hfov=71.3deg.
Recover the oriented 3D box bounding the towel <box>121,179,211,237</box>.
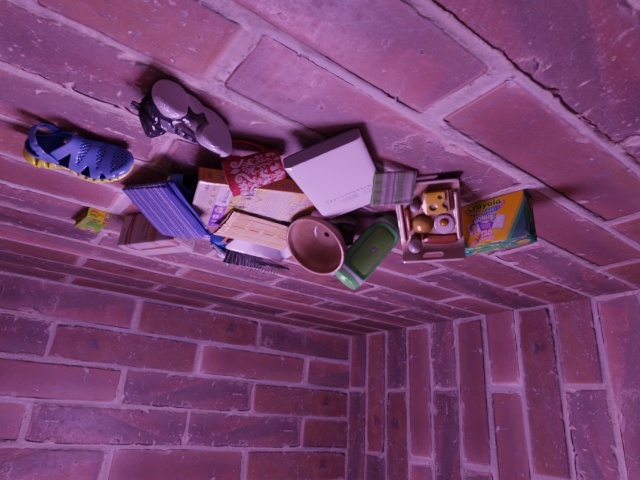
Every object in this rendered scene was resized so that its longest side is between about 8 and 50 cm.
[{"bbox_3d":[-0.539,-0.107,1.565,0.335,0.040,0.243,4,136,43],"label":"towel"}]

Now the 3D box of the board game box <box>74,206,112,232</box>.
[{"bbox_3d":[-0.972,-0.084,1.904,0.092,0.043,0.181,21,153,-38],"label":"board game box"}]

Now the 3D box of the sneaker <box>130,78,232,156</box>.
[{"bbox_3d":[-0.366,-0.305,1.185,0.152,0.102,0.268,-10,149,32],"label":"sneaker"}]

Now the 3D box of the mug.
[{"bbox_3d":[-0.199,-0.219,1.318,0.169,0.113,0.150,-17,135,-5],"label":"mug"}]

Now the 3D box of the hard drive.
[{"bbox_3d":[0.060,-0.192,1.389,0.232,0.047,0.353,-21,153,12],"label":"hard drive"}]

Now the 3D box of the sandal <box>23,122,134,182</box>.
[{"bbox_3d":[-0.721,-0.262,1.321,0.316,0.126,0.138,7,154,-13],"label":"sandal"}]

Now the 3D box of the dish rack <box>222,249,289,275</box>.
[{"bbox_3d":[-0.277,0.105,1.966,0.208,0.074,0.271,12,-176,-45],"label":"dish rack"}]

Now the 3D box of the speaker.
[{"bbox_3d":[0.183,0.041,1.695,0.131,0.296,0.131,40,166,12],"label":"speaker"}]

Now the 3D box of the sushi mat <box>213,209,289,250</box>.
[{"bbox_3d":[-0.223,-0.032,1.646,0.316,0.019,0.151,15,138,-40],"label":"sushi mat"}]

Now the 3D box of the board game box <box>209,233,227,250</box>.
[{"bbox_3d":[-0.380,0.015,2.056,0.210,0.047,0.160,0,158,11],"label":"board game box"}]

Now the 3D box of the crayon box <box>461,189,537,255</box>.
[{"bbox_3d":[0.599,-0.054,1.566,0.278,0.166,0.081,-17,151,41],"label":"crayon box"}]

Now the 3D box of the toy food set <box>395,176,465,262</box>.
[{"bbox_3d":[0.367,-0.064,1.510,0.219,0.092,0.307,-4,120,18],"label":"toy food set"}]

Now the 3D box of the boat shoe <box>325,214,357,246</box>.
[{"bbox_3d":[0.026,0.005,1.854,0.132,0.131,0.355,13,156,-23],"label":"boat shoe"}]

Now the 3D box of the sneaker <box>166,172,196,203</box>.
[{"bbox_3d":[-0.439,-0.171,1.566,0.082,0.069,0.209,-7,156,26],"label":"sneaker"}]

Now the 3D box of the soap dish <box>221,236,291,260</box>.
[{"bbox_3d":[-0.235,-0.017,1.856,0.290,0.118,0.228,16,155,-27],"label":"soap dish"}]

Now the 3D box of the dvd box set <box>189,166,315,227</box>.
[{"bbox_3d":[-0.235,-0.127,1.558,0.419,0.062,0.308,4,155,-21],"label":"dvd box set"}]

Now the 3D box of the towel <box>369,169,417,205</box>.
[{"bbox_3d":[0.229,-0.166,1.408,0.151,0.113,0.023,-5,-156,-21],"label":"towel"}]

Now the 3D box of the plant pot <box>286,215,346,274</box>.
[{"bbox_3d":[0.000,0.000,1.635,0.237,0.110,0.238,17,129,22],"label":"plant pot"}]

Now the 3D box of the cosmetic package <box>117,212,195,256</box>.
[{"bbox_3d":[-0.670,-0.032,1.847,0.295,0.153,0.129,-7,154,22],"label":"cosmetic package"}]

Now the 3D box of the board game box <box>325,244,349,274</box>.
[{"bbox_3d":[0.061,0.074,1.801,0.160,0.039,0.211,-13,148,28],"label":"board game box"}]

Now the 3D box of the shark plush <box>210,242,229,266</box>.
[{"bbox_3d":[-0.441,0.047,2.052,0.067,0.073,0.161,-28,126,21],"label":"shark plush"}]
